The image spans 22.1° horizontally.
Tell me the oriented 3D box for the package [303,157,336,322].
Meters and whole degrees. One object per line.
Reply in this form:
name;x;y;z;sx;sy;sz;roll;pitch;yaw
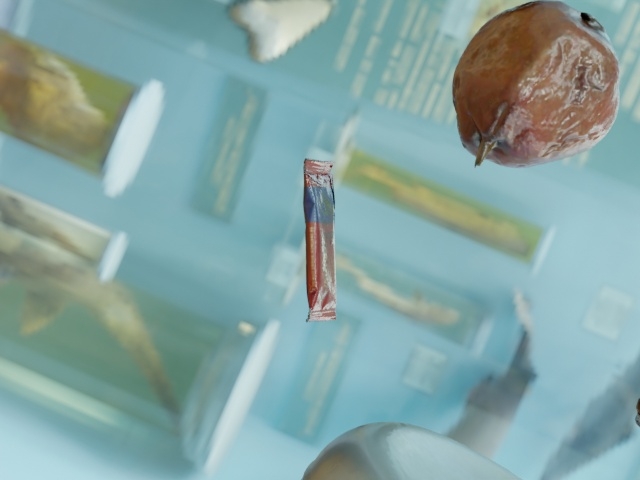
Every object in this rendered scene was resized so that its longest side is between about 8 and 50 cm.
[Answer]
package;0.000;0.000;2.019;0.083;0.022;0.200;0;89;-67

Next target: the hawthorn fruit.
hawthorn fruit;0.219;-0.157;1.655;0.179;0.173;0.173;-16;134;-48

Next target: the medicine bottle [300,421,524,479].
medicine bottle;0.031;0.286;0.929;0.306;0.245;0.245;-55;175;10

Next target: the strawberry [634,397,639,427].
strawberry;0.338;0.063;1.222;0.237;0.111;0.190;-59;-179;8
